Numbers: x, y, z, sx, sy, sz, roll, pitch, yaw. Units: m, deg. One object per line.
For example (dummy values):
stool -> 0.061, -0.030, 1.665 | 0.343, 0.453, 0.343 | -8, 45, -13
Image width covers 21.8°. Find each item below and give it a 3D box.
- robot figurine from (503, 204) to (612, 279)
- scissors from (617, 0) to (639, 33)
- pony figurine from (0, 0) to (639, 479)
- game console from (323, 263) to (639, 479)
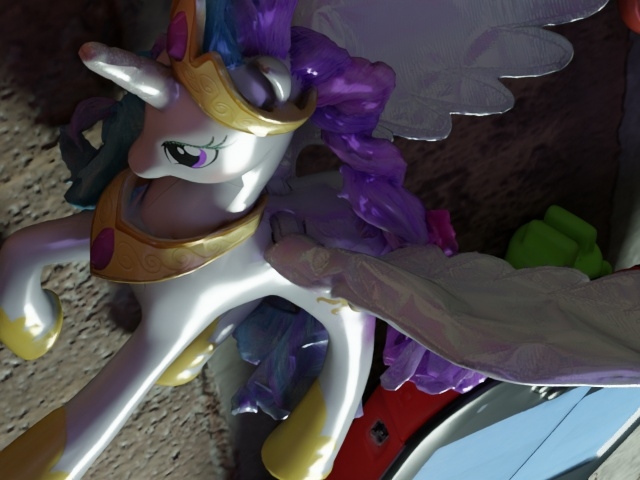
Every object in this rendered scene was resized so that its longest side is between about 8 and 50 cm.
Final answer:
robot figurine -> 0.158, 0.033, 1.168 | 0.101, 0.067, 0.115 | -36, 148, -43
scissors -> 0.303, -0.217, 1.080 | 0.297, 0.021, 0.109 | -44, 117, -16
pony figurine -> 0.000, 0.000, 0.860 | 0.351, 0.302, 0.363 | -3, 144, -30
game console -> 0.135, 0.147, 1.193 | 0.342, 0.060, 0.386 | -13, 151, -32
